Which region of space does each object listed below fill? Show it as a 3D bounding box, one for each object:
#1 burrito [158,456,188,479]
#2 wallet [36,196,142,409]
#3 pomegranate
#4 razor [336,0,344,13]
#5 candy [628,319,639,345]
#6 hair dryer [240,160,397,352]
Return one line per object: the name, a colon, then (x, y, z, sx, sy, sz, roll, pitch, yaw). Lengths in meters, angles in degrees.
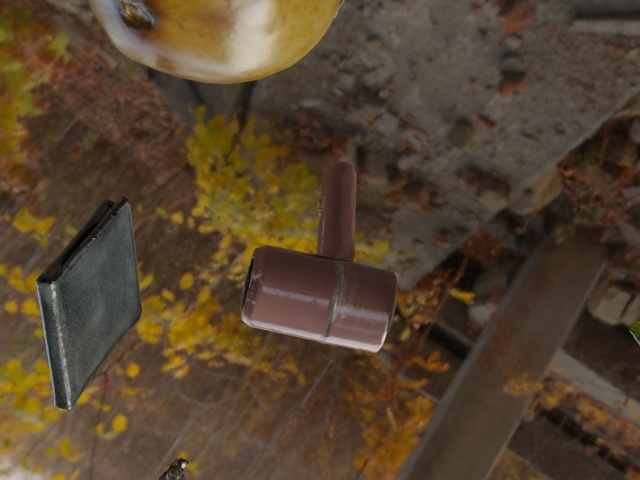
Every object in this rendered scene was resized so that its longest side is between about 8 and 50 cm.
burrito: (-0.233, 0.372, 1.284, 0.042, 0.171, 0.051, 38, 169, 7)
wallet: (-0.257, 0.064, 1.070, 0.036, 0.222, 0.167, 5, 118, 10)
pomegranate: (-0.088, -0.264, 0.821, 0.260, 0.260, 0.260, 31, 160, 12)
razor: (-0.007, -0.439, 1.401, 0.036, 0.084, 0.211, -7, 123, 23)
candy: (0.523, 0.095, 1.166, 0.149, 0.246, 0.069, 53, 164, 43)
hair dryer: (0.000, 0.000, 1.457, 0.211, 0.352, 0.125, 12, 138, -9)
